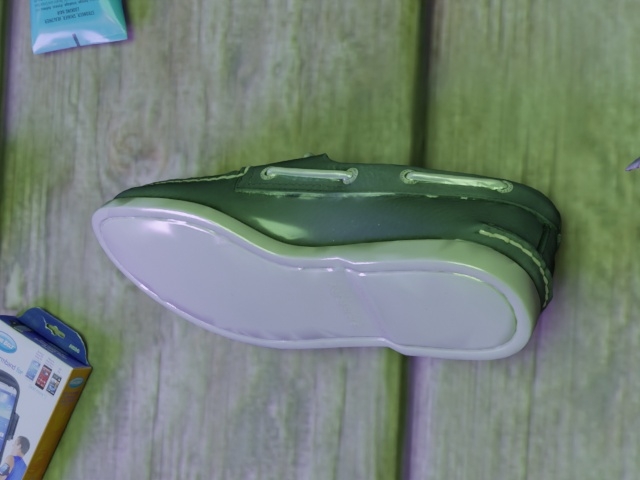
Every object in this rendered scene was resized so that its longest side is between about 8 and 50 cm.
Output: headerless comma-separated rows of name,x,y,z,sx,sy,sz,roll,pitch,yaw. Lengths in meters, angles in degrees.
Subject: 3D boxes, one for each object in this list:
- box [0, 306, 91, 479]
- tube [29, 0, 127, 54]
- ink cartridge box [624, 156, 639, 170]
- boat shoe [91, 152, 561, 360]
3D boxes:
box,-0.220,0.117,0.954,0.081,0.028,0.136,29,101,24
tube,-0.183,-0.241,0.949,0.080,0.052,0.207,-5,90,29
ink cartridge box,0.296,-0.083,0.518,0.308,0.385,0.091,-34,90,4
boat shoe,0.000,0.000,0.840,0.319,0.116,0.099,7,46,32
